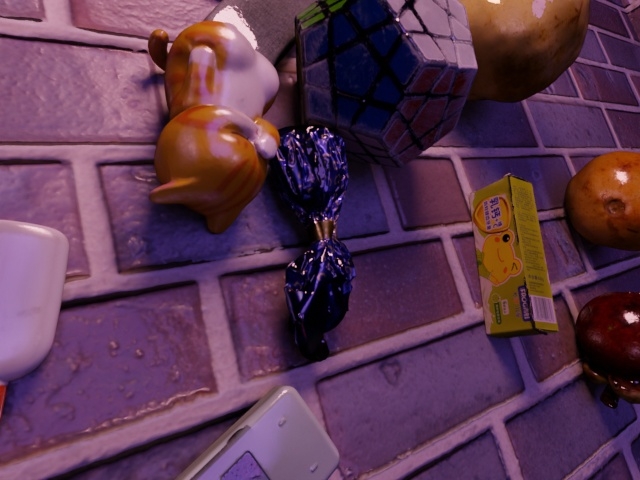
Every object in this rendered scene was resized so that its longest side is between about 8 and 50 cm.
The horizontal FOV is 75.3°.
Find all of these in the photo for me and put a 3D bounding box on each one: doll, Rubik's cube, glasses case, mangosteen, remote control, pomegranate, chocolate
[{"bbox_3d":[-0.143,-0.165,0.574,0.166,0.162,0.270,26,52,-52],"label":"doll"},{"bbox_3d":[0.095,-0.279,0.691,0.319,0.319,0.264,54,29,-4],"label":"Rubik's cube"},{"bbox_3d":[-0.088,-0.406,0.743,0.131,0.074,0.323,37,58,-16],"label":"glasses case"},{"bbox_3d":[0.671,0.241,0.903,0.215,0.215,0.258,22,82,-23],"label":"mangosteen"},{"bbox_3d":[-0.109,0.317,0.483,0.296,0.056,0.140,-37,92,-34],"label":"remote control"},{"bbox_3d":[0.393,-0.465,0.899,0.332,0.332,0.333,11,68,-28],"label":"pomegranate"},{"bbox_3d":[0.767,-0.100,1.056,0.264,0.264,0.264,11,68,-28],"label":"pomegranate"},{"bbox_3d":[-0.002,0.005,0.628,0.148,0.126,0.344,27,54,-70],"label":"chocolate"}]

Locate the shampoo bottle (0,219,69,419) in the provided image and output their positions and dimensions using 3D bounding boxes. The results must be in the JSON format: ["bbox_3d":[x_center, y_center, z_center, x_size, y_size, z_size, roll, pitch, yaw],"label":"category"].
[{"bbox_3d":[-0.336,0.089,0.429,0.108,0.051,0.221,10,68,-31],"label":"shampoo bottle"}]

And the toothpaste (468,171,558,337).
[{"bbox_3d":[0.390,0.035,0.852,0.077,0.110,0.328,11,68,-26],"label":"toothpaste"}]
